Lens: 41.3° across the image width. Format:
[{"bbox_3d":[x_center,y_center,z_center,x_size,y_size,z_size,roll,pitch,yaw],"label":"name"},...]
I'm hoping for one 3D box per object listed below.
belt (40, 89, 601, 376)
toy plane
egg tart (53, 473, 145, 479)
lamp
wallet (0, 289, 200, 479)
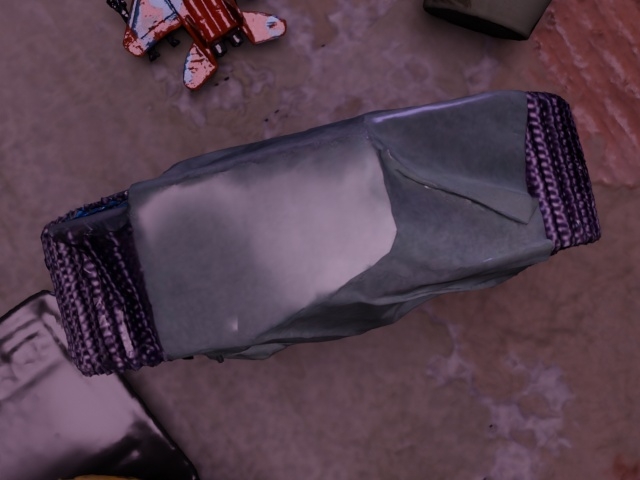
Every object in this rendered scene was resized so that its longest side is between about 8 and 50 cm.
[{"bbox_3d":[0.000,0.000,0.511,0.325,0.260,0.122,-13,88,4],"label":"belt"},{"bbox_3d":[-0.109,-0.209,0.616,0.130,0.061,0.189,-33,85,-2],"label":"toy plane"},{"bbox_3d":[-0.136,0.256,0.546,0.241,0.106,0.241,-1,96,-5],"label":"egg tart"},{"bbox_3d":[0.143,-0.254,0.592,0.121,0.121,0.214,20,100,-1],"label":"lamp"},{"bbox_3d":[-0.194,0.230,0.607,0.247,0.041,0.323,-36,93,-2],"label":"wallet"}]
